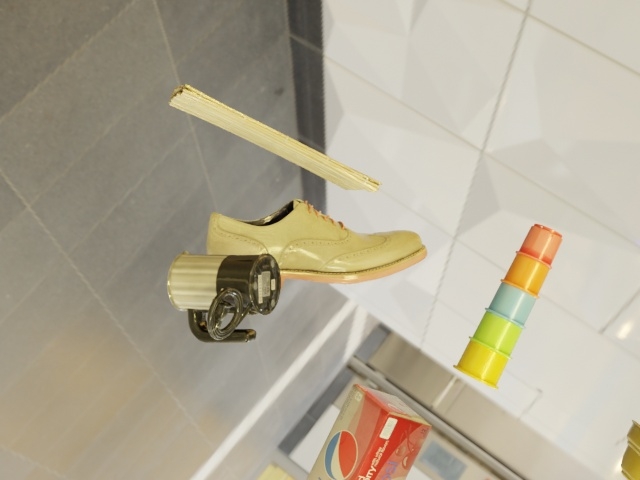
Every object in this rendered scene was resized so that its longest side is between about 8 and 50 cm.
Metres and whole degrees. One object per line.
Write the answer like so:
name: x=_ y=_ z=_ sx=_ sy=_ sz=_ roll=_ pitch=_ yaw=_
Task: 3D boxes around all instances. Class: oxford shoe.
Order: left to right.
oxford shoe: x=0.000 y=0.000 z=1.346 sx=0.140 sy=0.397 sz=0.146 roll=-167 pitch=-107 yaw=-69

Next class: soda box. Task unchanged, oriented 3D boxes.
soda box: x=0.038 y=0.329 z=1.032 sx=0.084 sy=0.092 sz=0.263 roll=24 pitch=93 yaw=-34

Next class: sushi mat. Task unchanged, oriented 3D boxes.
sushi mat: x=-0.072 y=-0.145 z=1.152 sx=0.019 sy=0.317 sz=0.151 roll=-66 pitch=-164 yaw=-2

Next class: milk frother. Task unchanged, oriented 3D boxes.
milk frother: x=-0.145 y=0.071 z=1.038 sx=0.143 sy=0.135 sz=0.129 roll=33 pitch=60 yaw=-60

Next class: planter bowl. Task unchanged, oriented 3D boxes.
planter bowl: x=0.655 y=0.463 z=1.531 sx=0.090 sy=0.217 sz=0.217 roll=-41 pitch=165 yaw=5

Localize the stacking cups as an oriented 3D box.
stacking cups: x=0.358 y=0.119 z=1.486 sx=0.316 sy=0.096 sz=0.096 roll=-65 pitch=164 yaw=-4
